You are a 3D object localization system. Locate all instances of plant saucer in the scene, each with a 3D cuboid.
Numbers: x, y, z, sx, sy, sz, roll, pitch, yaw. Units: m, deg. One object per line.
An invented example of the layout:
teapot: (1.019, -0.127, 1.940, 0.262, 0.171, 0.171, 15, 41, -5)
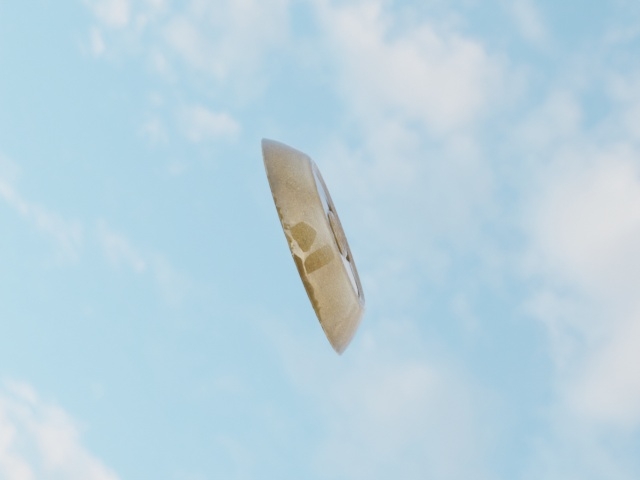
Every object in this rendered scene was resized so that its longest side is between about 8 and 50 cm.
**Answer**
plant saucer: (0.000, 0.000, 0.516, 0.015, 0.083, 0.083, -19, -77, 5)
